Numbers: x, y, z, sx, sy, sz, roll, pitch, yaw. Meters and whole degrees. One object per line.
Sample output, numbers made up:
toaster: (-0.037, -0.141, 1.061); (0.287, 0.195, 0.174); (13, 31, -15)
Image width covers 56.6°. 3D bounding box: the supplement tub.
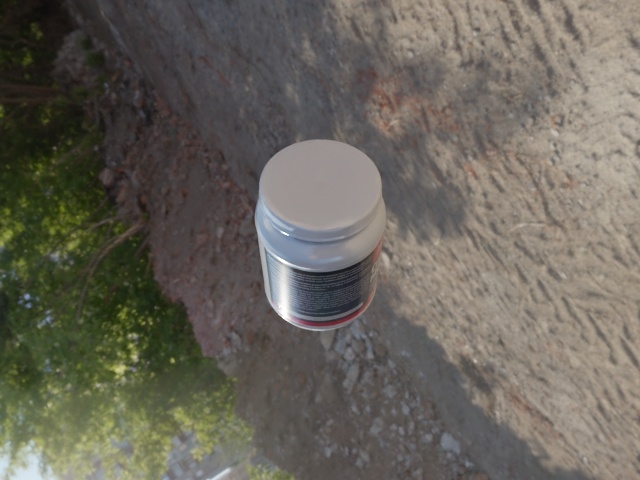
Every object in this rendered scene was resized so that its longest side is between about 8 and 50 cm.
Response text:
supplement tub: (0.000, 0.000, 0.915); (0.191, 0.191, 0.272); (52, 159, 29)
